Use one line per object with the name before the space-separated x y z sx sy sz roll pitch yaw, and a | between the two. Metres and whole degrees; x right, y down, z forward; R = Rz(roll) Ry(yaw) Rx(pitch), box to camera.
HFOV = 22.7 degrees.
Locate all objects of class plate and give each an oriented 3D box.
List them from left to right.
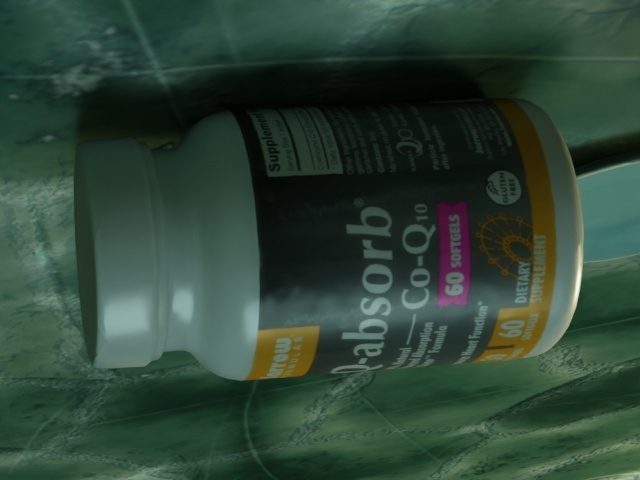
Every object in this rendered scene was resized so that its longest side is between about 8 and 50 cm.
plate | 0.217 -0.028 1.148 0.188 0.024 0.188 -8 158 -3

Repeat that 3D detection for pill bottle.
pill bottle | 0.000 0.000 0.942 0.278 0.162 0.162 -4 158 -13
